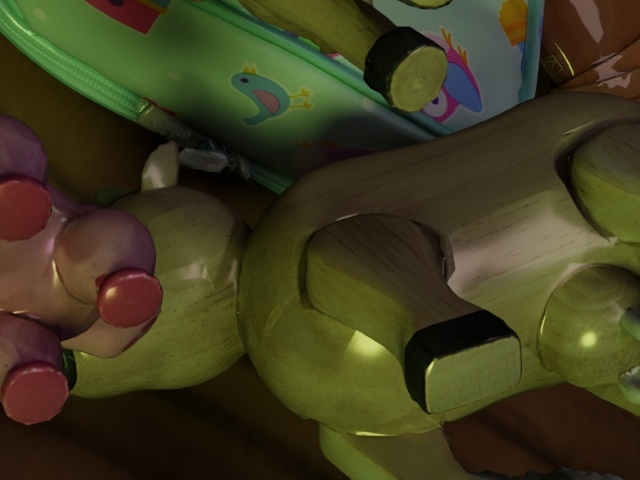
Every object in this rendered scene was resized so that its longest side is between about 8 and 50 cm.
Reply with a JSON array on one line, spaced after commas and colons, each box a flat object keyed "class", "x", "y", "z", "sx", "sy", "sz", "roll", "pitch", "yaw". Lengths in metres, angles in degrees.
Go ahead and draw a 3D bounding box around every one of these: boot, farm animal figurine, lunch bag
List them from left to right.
[{"class": "lunch bag", "x": -0.006, "y": -0.150, "z": 0.612, "sx": 0.224, "sy": 0.108, "sz": 0.279, "roll": 29, "pitch": 57, "yaw": -31}, {"class": "farm animal figurine", "x": 0.000, "y": 0.000, "z": 0.465, "sx": 0.327, "sy": 0.330, "sz": 0.172, "roll": 0, "pitch": 29, "yaw": -28}, {"class": "boot", "x": 0.163, "y": -0.121, "z": 0.768, "sx": 0.197, "sy": 0.073, "sz": 0.152, "roll": -22, "pitch": 89, "yaw": -35}]
